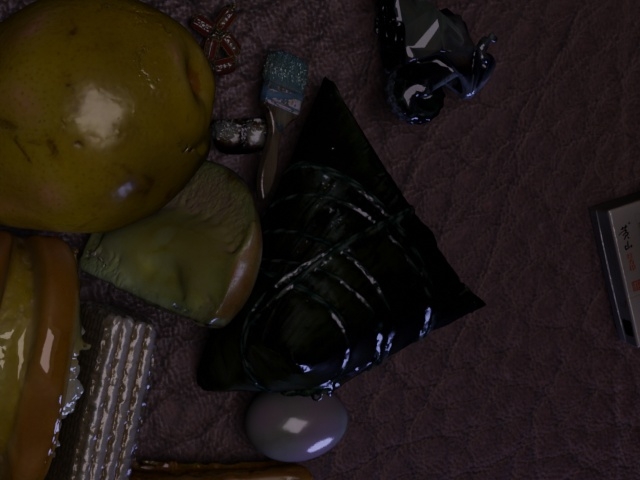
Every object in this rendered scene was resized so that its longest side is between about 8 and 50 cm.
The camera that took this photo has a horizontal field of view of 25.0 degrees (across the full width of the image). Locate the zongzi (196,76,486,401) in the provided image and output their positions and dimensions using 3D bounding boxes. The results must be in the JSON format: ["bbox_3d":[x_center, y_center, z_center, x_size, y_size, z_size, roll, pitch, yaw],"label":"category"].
[{"bbox_3d":[0.000,0.000,1.784,0.383,0.319,0.362,-28,95,-31],"label":"zongzi"}]

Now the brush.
[{"bbox_3d":[-0.057,-0.141,1.813,0.070,0.021,0.196,20,77,-40],"label":"brush"}]

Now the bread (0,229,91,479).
[{"bbox_3d":[-0.388,0.138,1.617,0.270,0.211,0.315,11,97,-30],"label":"bread"}]

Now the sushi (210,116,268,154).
[{"bbox_3d":[-0.097,-0.131,1.816,0.083,0.044,0.046,-4,95,-17],"label":"sushi"}]

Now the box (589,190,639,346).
[{"bbox_3d":[0.464,0.032,2.000,0.141,0.058,0.201,-19,102,-14],"label":"box"}]

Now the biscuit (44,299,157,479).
[{"bbox_3d":[-0.293,0.289,1.752,0.078,0.144,0.426,12,90,-31],"label":"biscuit"}]

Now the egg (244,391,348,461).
[{"bbox_3d":[-0.031,0.231,1.844,0.135,0.103,0.103,-3,97,-20],"label":"egg"}]

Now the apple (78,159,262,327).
[{"bbox_3d":[-0.152,0.003,1.728,0.120,0.265,0.193,41,73,-47],"label":"apple"}]

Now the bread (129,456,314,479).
[{"bbox_3d":[-0.143,0.341,1.836,0.271,0.077,0.139,0,92,-19],"label":"bread"}]

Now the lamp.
[{"bbox_3d":[-0.126,-0.249,1.805,0.063,0.031,0.083,-18,104,-13],"label":"lamp"}]

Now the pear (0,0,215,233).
[{"bbox_3d":[-0.289,-0.147,1.662,0.285,0.336,0.284,-16,109,-60],"label":"pear"}]

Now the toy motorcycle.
[{"bbox_3d":[0.143,-0.284,1.845,0.159,0.106,0.270,-4,86,-20],"label":"toy motorcycle"}]
